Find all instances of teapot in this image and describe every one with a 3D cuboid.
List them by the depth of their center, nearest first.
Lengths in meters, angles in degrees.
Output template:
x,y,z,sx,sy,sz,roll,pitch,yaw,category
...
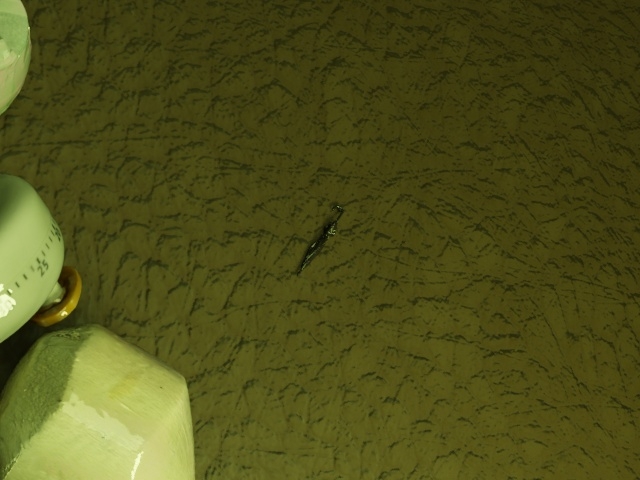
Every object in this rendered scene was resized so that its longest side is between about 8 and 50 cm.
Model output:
x,y,z,sx,sy,sz,roll,pitch,yaw,category
-0.422,-0.206,1.265,0.163,0.178,0.221,50,61,-8,teapot

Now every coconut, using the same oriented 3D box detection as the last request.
x,y,z,sx,sy,sz,roll,pitch,yaw,category
-0.240,0.213,1.240,0.234,0.224,0.224,29,64,-20,coconut

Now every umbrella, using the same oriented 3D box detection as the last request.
x,y,z,sx,sy,sz,roll,pitch,yaw,category
0.003,0.002,1.538,0.022,0.013,0.122,32,64,-4,umbrella

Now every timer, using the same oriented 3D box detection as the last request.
x,y,z,sx,sy,sz,roll,pitch,yaw,category
-0.393,0.012,1.185,0.233,0.233,0.240,-48,126,-30,timer
